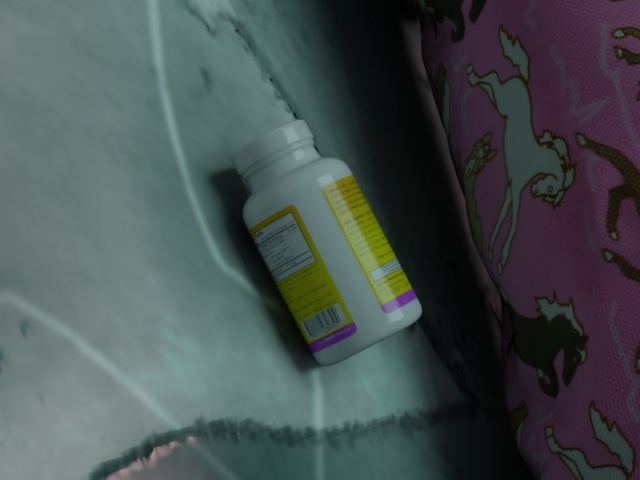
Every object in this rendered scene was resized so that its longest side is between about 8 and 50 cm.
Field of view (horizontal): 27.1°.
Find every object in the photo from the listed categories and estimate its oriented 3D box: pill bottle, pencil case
[{"bbox_3d":[0.000,0.000,0.479,0.083,0.043,0.043,63,29,2],"label":"pill bottle"},{"bbox_3d":[0.122,-0.040,0.583,0.167,0.160,0.386,50,23,-62],"label":"pencil case"}]
